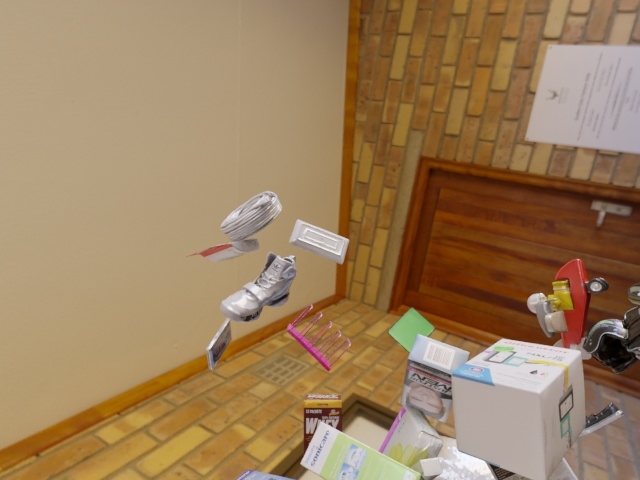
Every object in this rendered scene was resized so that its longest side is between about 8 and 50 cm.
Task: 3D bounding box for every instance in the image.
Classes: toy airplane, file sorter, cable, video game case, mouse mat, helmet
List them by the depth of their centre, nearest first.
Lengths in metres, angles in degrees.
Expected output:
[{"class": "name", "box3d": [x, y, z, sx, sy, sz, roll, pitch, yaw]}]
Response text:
[{"class": "video game case", "box3d": [0.556, 0.605, 1.165, 0.190, 0.173, 0.022, -37, -30, 19]}, {"class": "helmet", "box3d": [0.997, 0.347, 1.459, 0.161, 0.169, 0.169, -55, -25, 14]}, {"class": "video game case", "box3d": [-0.393, 0.403, 1.675, 0.157, 0.019, 0.143, -61, -15, -45]}, {"class": "cable", "box3d": [-0.272, -0.098, 1.698, 0.257, 0.257, 0.089, -36, -71, 0]}, {"class": "toy airplane", "box3d": [1.010, 0.314, 1.805, 0.384, 0.272, 0.386, -50, -47, -29]}, {"class": "mouse mat", "box3d": [0.430, 0.423, 2.030, 0.190, 0.152, 0.007, -39, -23, -23]}, {"class": "file sorter", "box3d": [-0.006, 0.493, 2.234, 0.182, 0.291, 0.202, -46, -1, -5]}]

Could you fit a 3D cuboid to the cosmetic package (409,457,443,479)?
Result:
[{"class": "cosmetic package", "box3d": [0.290, 0.651, 1.208, 0.115, 0.060, 0.041, 106, 158, -47]}]

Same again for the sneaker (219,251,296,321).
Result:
[{"class": "sneaker", "box3d": [-0.218, 0.163, 1.608, 0.366, 0.137, 0.210, -14, -49, -59]}]

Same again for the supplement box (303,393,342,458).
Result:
[{"class": "supplement box", "box3d": [0.010, 0.645, 1.495, 0.191, 0.129, 0.194, 84, -174, -77]}]

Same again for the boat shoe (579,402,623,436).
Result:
[{"class": "boat shoe", "box3d": [0.768, 0.502, 1.202, 0.142, 0.040, 0.049, -45, -33, 24]}]

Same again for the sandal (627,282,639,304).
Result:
[{"class": "sandal", "box3d": [0.907, 0.171, 1.025, 0.120, 0.303, 0.086, -20, -74, -21]}]

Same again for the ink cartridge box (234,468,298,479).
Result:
[{"class": "ink cartridge box", "box3d": [-0.201, 1.024, 1.591, 0.151, 0.395, 0.270, -19, -89, -48]}]

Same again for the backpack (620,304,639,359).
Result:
[{"class": "backpack", "box3d": [0.771, 0.186, 0.912, 0.166, 0.144, 0.188, -39, -18, -46]}]

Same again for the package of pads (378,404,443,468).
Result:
[{"class": "package of pads", "box3d": [0.280, 0.734, 1.448, 0.296, 0.101, 0.229, -63, 3, -1]}]

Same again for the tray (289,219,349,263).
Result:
[{"class": "tray", "box3d": [0.000, 0.000, 2.003, 0.030, 0.270, 0.145, 122, 168, -57]}]

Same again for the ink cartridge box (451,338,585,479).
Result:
[{"class": "ink cartridge box", "box3d": [0.468, 0.375, 1.008, 0.270, 0.198, 0.197, -11, -83, -43]}]

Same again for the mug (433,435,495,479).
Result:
[{"class": "mug", "box3d": [0.524, 0.901, 1.503, 0.276, 0.328, 0.374, -31, -58, -61]}]

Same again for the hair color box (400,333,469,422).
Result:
[{"class": "hair color box", "box3d": [0.410, 0.513, 1.578, 0.113, 0.185, 0.374, -57, -26, -36]}]

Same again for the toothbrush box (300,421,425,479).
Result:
[{"class": "toothbrush box", "box3d": [0.120, 0.609, 1.113, 0.122, 0.283, 0.206, -61, -33, -25]}]

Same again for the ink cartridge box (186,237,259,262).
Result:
[{"class": "ink cartridge box", "box3d": [-0.373, 0.048, 1.646, 0.225, 0.181, 0.056, -16, -91, -54]}]
